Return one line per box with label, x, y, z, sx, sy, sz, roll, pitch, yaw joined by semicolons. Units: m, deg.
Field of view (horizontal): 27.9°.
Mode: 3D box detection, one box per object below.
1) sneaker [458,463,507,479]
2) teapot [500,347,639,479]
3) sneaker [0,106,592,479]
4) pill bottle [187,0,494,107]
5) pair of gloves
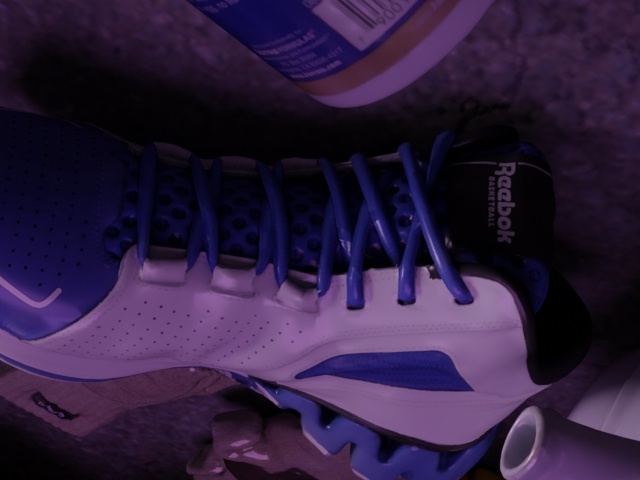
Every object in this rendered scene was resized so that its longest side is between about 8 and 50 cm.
sneaker;0.140;0.233;0.850;0.225;0.093;0.088;30;138;-25
teapot;0.185;0.134;0.620;0.187;0.252;0.256;23;132;23
sneaker;0.001;0.001;0.574;0.315;0.128;0.182;23;139;-26
pill bottle;-0.031;-0.135;0.396;0.186;0.112;0.112;36;138;-27
pair of gloves;-0.055;0.099;0.774;0.240;0.042;0.204;31;143;-20
